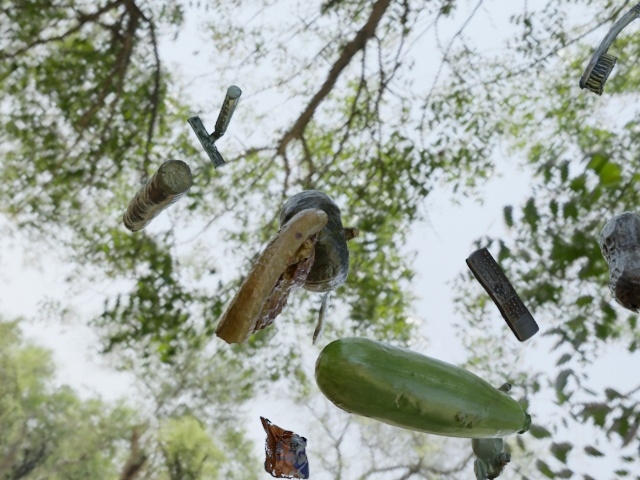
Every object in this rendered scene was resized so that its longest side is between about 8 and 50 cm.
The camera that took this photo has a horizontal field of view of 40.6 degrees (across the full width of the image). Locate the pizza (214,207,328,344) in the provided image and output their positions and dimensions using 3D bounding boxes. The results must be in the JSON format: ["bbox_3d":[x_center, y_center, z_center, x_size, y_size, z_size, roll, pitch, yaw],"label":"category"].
[{"bbox_3d":[-0.104,0.085,1.906,0.114,0.409,0.277,33,-40,8],"label":"pizza"}]

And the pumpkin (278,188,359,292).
[{"bbox_3d":[0.003,-0.001,2.128,0.260,0.189,0.260,-18,90,-89],"label":"pumpkin"}]

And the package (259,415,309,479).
[{"bbox_3d":[-0.048,0.278,1.141,0.033,0.077,0.111,-11,-27,35],"label":"package"}]

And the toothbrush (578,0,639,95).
[{"bbox_3d":[0.501,-0.387,1.290,0.042,0.413,0.035,31,-9,17],"label":"toothbrush"}]

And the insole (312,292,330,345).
[{"bbox_3d":[0.004,0.117,1.309,0.011,0.081,0.248,13,-1,3],"label":"insole"}]

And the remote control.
[{"bbox_3d":[0.375,0.111,1.785,0.212,0.059,0.028,57,-15,4],"label":"remote control"}]

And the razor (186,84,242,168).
[{"bbox_3d":[-0.130,-0.163,1.153,0.084,0.036,0.211,59,-22,1],"label":"razor"}]

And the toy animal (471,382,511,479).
[{"bbox_3d":[0.307,0.353,1.563,0.073,0.216,0.176,1,-22,12],"label":"toy animal"}]

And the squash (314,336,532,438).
[{"bbox_3d":[0.164,0.231,1.272,0.371,0.118,0.118,20,-19,-16],"label":"squash"}]

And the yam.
[{"bbox_3d":[-0.274,-0.068,1.420,0.061,0.061,0.274,47,-27,-9],"label":"yam"}]

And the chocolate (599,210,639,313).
[{"bbox_3d":[0.567,0.033,1.562,0.110,0.248,0.110,3,-54,4],"label":"chocolate"}]
